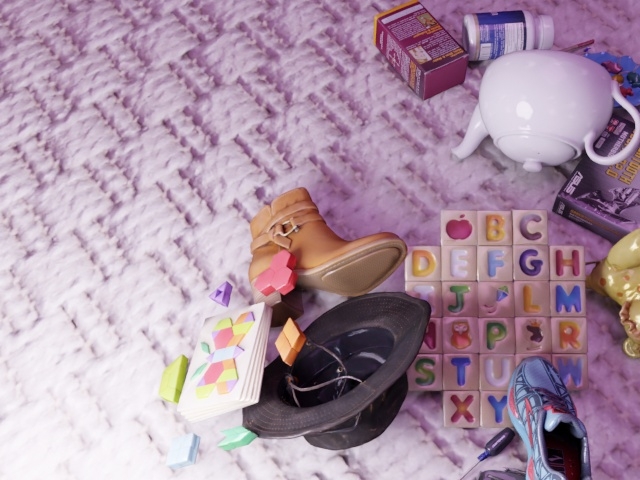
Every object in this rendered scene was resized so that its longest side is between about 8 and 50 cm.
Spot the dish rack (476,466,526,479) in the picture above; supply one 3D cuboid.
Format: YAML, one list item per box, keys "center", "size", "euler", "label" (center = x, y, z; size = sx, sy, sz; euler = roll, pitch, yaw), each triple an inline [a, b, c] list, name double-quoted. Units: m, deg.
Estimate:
- center: [0.280, 0.450, 1.247]
  size: [0.208, 0.074, 0.271]
  euler: [18, 59, 12]
  label: "dish rack"

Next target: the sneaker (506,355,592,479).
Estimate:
- center: [0.343, 0.266, 1.287]
  size: [0.104, 0.125, 0.261]
  euler: [1, 50, -7]
  label: "sneaker"

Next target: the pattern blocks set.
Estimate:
- center: [-0.141, 0.179, 1.366]
  size: [0.285, 0.026, 0.324]
  euler: [-29, 39, 25]
  label: "pattern blocks set"

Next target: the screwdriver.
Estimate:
- center: [0.227, 0.338, 1.353]
  size: [0.170, 0.024, 0.025]
  euler: [-33, 91, -16]
  label: "screwdriver"

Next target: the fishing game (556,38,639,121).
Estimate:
- center: [0.552, -0.317, 1.723]
  size: [0.189, 0.041, 0.264]
  euler: [-20, 46, -19]
  label: "fishing game"

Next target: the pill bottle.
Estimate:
- center: [0.373, -0.410, 1.791]
  size: [0.170, 0.094, 0.094]
  euler: [-4, 57, -1]
  label: "pill bottle"

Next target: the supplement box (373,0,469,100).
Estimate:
- center: [0.197, -0.380, 1.785]
  size: [0.104, 0.080, 0.188]
  euler: [-26, 60, -15]
  label: "supplement box"

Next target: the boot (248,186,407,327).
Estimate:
- center: [0.000, 0.000, 1.493]
  size: [0.283, 0.109, 0.220]
  euler: [-31, 46, 24]
  label: "boot"

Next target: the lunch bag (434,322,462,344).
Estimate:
- center: [0.192, 0.132, 1.460]
  size: [0.065, 0.067, 0.098]
  euler: [-28, 61, -16]
  label: "lunch bag"

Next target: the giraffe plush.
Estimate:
- center: [0.524, 0.087, 1.432]
  size: [0.210, 0.181, 0.170]
  euler: [-21, 66, -1]
  label: "giraffe plush"

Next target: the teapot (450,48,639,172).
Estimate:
- center: [0.398, -0.212, 1.594]
  size: [0.253, 0.256, 0.187]
  euler: [13, 80, -11]
  label: "teapot"

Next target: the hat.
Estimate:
- center: [0.048, 0.221, 1.343]
  size: [0.331, 0.134, 0.331]
  euler: [-28, 19, 10]
  label: "hat"

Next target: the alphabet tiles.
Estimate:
- center: [0.276, 0.120, 1.411]
  size: [0.285, 0.011, 0.342]
  euler: [0, 82, 1]
  label: "alphabet tiles"

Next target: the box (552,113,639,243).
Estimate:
- center: [0.550, -0.103, 1.608]
  size: [0.183, 0.056, 0.231]
  euler: [30, 63, 20]
  label: "box"
